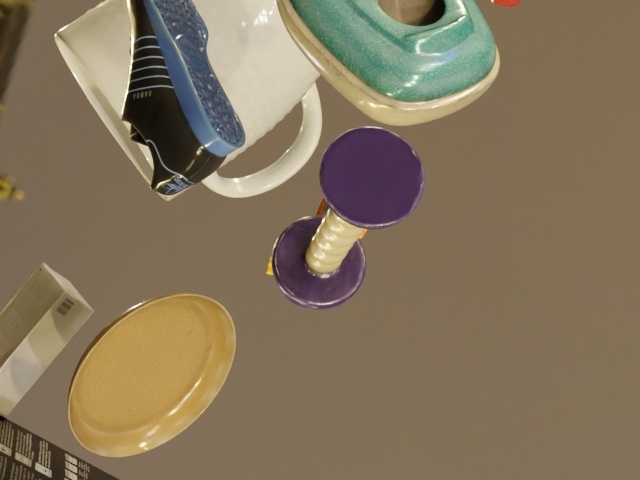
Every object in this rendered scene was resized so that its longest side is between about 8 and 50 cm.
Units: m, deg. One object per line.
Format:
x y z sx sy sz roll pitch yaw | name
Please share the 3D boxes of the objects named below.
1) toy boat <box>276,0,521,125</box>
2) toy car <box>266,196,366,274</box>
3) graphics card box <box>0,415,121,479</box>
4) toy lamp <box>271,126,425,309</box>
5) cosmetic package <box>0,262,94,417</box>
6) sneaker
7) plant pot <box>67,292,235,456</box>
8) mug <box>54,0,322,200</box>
0.112 -0.263 1.389 0.267 0.318 0.148 50 -32 22 | toy boat
0.000 0.000 1.464 0.122 0.060 0.040 -49 173 -11 | toy car
-0.355 0.317 1.687 0.094 0.371 0.233 -58 -164 6 | graphics card box
0.010 -0.004 1.038 0.275 0.080 0.080 115 -7 -71 | toy lamp
-0.408 0.152 1.837 0.239 0.060 0.099 -50 -141 -1 | cosmetic package
-0.144 -0.146 1.242 0.090 0.081 0.232 -37 -126 22 | sneaker
-0.208 0.158 1.687 0.032 0.236 0.236 40 -78 39 | plant pot
-0.136 -0.224 1.958 0.328 0.374 0.276 -35 -145 -9 | mug
